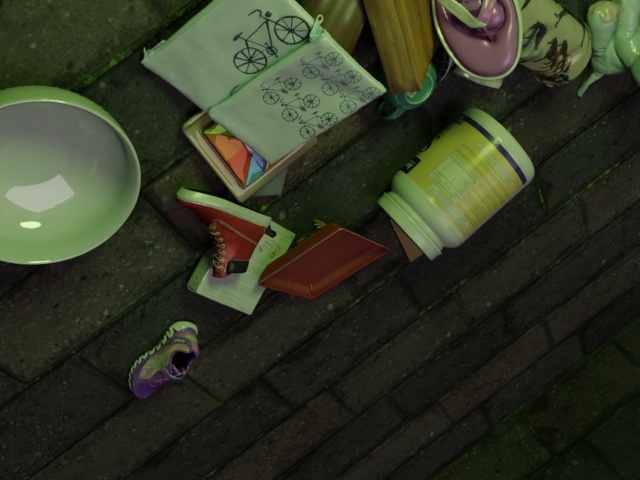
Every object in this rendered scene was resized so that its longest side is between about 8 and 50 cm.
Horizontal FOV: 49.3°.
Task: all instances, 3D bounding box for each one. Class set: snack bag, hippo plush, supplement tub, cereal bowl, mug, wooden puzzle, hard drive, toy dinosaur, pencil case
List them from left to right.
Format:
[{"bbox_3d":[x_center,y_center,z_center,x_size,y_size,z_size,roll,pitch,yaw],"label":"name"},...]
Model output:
[{"bbox_3d":[-0.505,-0.128,1.243,0.339,0.141,0.339,-18,132,-21],"label":"cereal bowl"},{"bbox_3d":[-0.139,-0.217,1.458,0.221,0.044,0.238,-39,129,-4],"label":"wooden puzzle"},{"bbox_3d":[-0.143,-0.143,1.555,0.135,0.022,0.094,-5,128,-30],"label":"hard drive"},{"bbox_3d":[-0.106,-0.304,1.277,0.323,0.037,0.342,-25,132,35],"label":"snack bag"},{"bbox_3d":[0.000,0.000,1.755,0.212,0.064,0.112,-15,152,-17],"label":"toy dinosaur"},{"bbox_3d":[0.194,-0.346,1.553,0.129,0.097,0.157,-24,134,-15],"label":"mug"},{"bbox_3d":[0.327,-0.134,1.715,0.331,0.241,0.241,-42,136,4],"label":"supplement tub"},{"bbox_3d":[0.452,-0.478,1.572,0.410,0.160,0.183,14,132,-40],"label":"pencil case"},{"bbox_3d":[0.791,-0.483,1.733,0.294,0.236,0.234,-47,136,9],"label":"hippo plush"}]

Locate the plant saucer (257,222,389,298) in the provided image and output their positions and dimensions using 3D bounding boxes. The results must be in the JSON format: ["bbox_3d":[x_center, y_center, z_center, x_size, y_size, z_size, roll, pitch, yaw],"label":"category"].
[{"bbox_3d":[0.005,0.047,1.721,0.259,0.047,0.258,-33,154,21],"label":"plant saucer"}]

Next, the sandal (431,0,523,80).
[{"bbox_3d":[0.278,-0.511,1.350,0.169,0.102,0.416,-11,103,26],"label":"sandal"}]

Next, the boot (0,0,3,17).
[{"bbox_3d":[-0.535,-0.396,1.076,0.106,0.037,0.114,-2,130,-48],"label":"boot"}]

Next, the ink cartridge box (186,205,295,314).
[{"bbox_3d":[-0.188,0.048,1.679,0.189,0.066,0.232,30,84,-44],"label":"ink cartridge box"}]

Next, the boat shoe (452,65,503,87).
[{"bbox_3d":[0.381,-0.403,1.647,0.184,0.066,0.063,1,114,-42],"label":"boat shoe"}]

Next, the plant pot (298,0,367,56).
[{"bbox_3d":[0.007,-0.407,1.345,0.167,0.167,0.165,18,107,-41],"label":"plant pot"}]

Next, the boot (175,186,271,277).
[{"bbox_3d":[-0.234,-0.010,1.528,0.244,0.088,0.176,23,94,-43],"label":"boot"}]

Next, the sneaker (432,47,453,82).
[{"bbox_3d":[0.301,-0.423,1.597,0.058,0.052,0.135,-4,129,-39],"label":"sneaker"}]

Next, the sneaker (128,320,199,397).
[{"bbox_3d":[-0.380,0.311,1.716,0.236,0.104,0.095,-48,137,11],"label":"sneaker"}]

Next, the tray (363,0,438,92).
[{"bbox_3d":[0.141,-0.506,1.319,0.411,0.076,0.202,63,37,-46],"label":"tray"}]

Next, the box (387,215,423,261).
[{"bbox_3d":[0.282,-0.046,1.917,0.164,0.021,0.201,-35,137,-4],"label":"box"}]
